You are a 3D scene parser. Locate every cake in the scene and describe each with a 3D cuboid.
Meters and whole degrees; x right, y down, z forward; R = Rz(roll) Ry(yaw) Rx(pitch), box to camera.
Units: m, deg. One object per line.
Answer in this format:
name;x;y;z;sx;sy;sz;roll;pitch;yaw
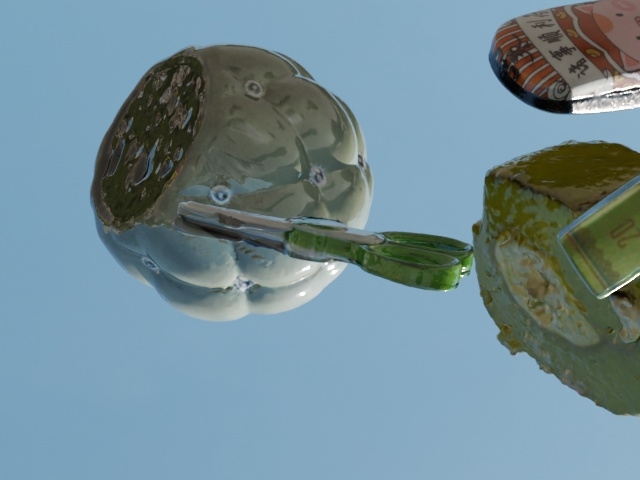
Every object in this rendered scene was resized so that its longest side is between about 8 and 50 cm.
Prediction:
cake;0.241;0.031;1.627;0.156;0.179;0.260;-17;-151;-32

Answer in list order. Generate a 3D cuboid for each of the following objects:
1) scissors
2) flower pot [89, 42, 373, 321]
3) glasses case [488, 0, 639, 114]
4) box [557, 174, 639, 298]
scissors;0.000;0.000;1.342;0.204;0.027;0.101;11;-169;14
flower pot;-0.073;-0.050;1.724;0.195;0.246;0.246;27;-155;-34
glasses case;0.268;-0.165;1.731;0.267;0.067;0.103;-11;-135;-31
box;0.265;-0.070;1.046;0.311;0.043;0.173;-33;178;6
